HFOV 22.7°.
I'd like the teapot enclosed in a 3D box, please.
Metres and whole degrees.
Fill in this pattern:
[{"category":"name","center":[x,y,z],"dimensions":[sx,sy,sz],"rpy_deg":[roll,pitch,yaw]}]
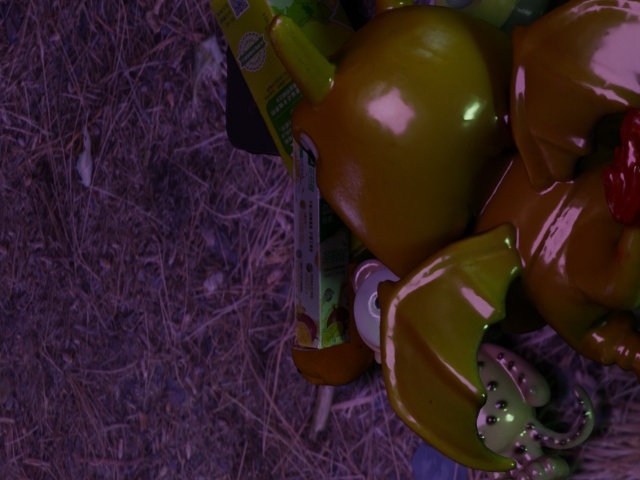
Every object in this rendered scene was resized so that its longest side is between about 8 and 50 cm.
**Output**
[{"category":"teapot","center":[0.169,-0.239,1.443],"dimensions":[0.130,0.119,0.166],"rpy_deg":[-38,52,41]}]

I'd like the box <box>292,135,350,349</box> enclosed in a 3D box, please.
[{"category":"box","center":[0.000,0.000,1.522],"dimensions":[0.041,0.050,0.207],"rpy_deg":[7,101,41]}]

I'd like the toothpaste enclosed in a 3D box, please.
[{"category":"toothpaste","center":[0.006,-0.133,1.609],"dimensions":[0.077,0.110,0.327],"rpy_deg":[-38,70,38]}]

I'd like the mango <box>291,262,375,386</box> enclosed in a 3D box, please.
[{"category":"mango","center":[0.025,0.087,1.649],"dimensions":[0.105,0.084,0.159],"rpy_deg":[41,142,26]}]

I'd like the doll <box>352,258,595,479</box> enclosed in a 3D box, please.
[{"category":"doll","center":[0.138,0.112,1.482],"dimensions":[0.154,0.119,0.278],"rpy_deg":[-42,65,18]}]

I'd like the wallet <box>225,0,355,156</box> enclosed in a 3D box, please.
[{"category":"wallet","center":[-0.030,-0.269,1.744],"dimensions":[0.197,0.051,0.378],"rpy_deg":[9,97,48]}]

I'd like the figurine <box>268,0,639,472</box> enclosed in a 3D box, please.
[{"category":"figurine","center":[0.158,-0.069,1.305],"dimensions":[0.387,0.268,0.401],"rpy_deg":[36,123,22]}]
